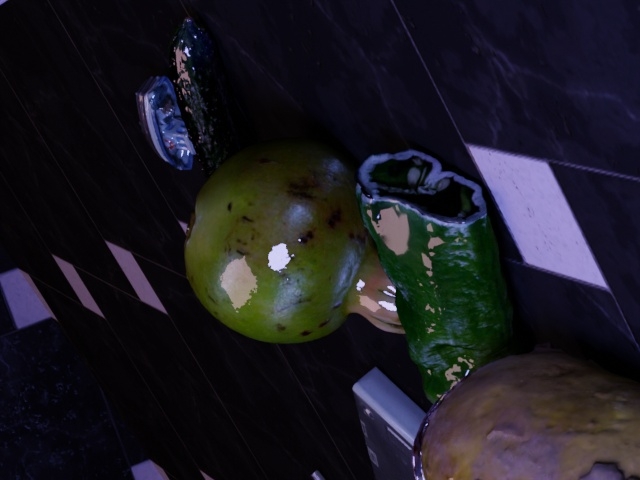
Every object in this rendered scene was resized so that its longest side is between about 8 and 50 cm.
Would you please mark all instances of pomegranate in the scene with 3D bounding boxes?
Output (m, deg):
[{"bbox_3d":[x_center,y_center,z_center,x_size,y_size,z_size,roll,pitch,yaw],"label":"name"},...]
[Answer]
[{"bbox_3d":[-0.013,0.002,1.700,0.241,0.190,0.159,46,137,29],"label":"pomegranate"}]

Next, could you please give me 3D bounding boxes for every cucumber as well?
[{"bbox_3d":[-0.118,-0.134,1.908,0.067,0.067,0.245,39,160,41],"label":"cucumber"}]

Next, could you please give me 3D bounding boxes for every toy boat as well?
[{"bbox_3d":[-0.166,-0.130,2.076,0.066,0.059,0.140,15,144,23],"label":"toy boat"}]

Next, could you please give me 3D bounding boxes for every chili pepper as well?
[{"bbox_3d":[0.115,0.053,1.598,0.136,0.099,0.270,11,134,31],"label":"chili pepper"}]

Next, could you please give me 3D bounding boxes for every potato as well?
[{"bbox_3d":[0.223,0.211,1.410,0.229,0.229,0.266,59,160,-17],"label":"potato"}]

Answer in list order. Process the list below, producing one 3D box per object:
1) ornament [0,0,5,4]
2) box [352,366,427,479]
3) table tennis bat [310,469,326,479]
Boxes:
[{"bbox_3d":[-0.443,-0.372,2.021,0.240,0.240,0.239,61,161,-20],"label":"ornament"},{"bbox_3d":[0.122,0.283,2.110,0.211,0.045,0.270,42,159,32],"label":"box"},{"bbox_3d":[0.040,0.397,2.612,0.158,0.014,0.095,50,165,5],"label":"table tennis bat"}]
